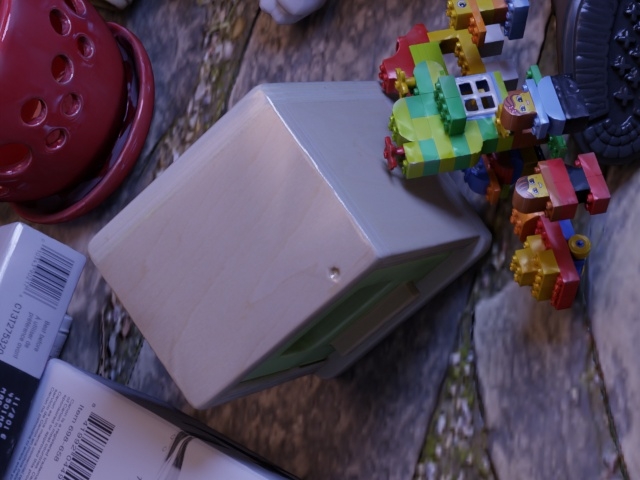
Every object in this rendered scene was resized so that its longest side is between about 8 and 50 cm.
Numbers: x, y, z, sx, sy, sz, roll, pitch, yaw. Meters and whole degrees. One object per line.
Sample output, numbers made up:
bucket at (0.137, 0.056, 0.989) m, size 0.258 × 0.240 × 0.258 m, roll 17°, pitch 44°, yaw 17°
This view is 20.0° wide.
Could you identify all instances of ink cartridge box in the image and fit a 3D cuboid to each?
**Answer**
ink cartridge box at (-0.308, 0.096, 1.325) m, size 0.371 × 0.069 × 0.176 m, roll -9°, pitch 56°, yaw 52°
ink cartridge box at (-0.101, 0.216, 1.141) m, size 0.273 × 0.114 × 0.197 m, roll 22°, pitch 87°, yaw 48°

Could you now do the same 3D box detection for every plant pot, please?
plant pot at (-0.232, -0.117, 1.375) m, size 0.191 × 0.174 × 0.191 m, roll -20°, pitch 59°, yaw 37°

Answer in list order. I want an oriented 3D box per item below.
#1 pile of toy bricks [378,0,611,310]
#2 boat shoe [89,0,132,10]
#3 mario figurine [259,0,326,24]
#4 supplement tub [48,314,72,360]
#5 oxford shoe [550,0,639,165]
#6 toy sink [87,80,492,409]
pile of toy bricks at (0.085, -0.064, 1.060) m, size 0.105 × 0.118 × 0.212 m, roll -10°, pitch 58°, yaw -9°
boat shoe at (-0.247, -0.239, 1.497) m, size 0.285 × 0.104 × 0.089 m, roll 7°, pitch 74°, yaw 44°
mario figurine at (-0.015, -0.256, 1.221) m, size 0.320 × 0.198 × 0.170 m, roll 9°, pitch 73°, yaw 46°
supplement tub at (-0.237, 0.094, 1.359) m, size 0.071 × 0.071 × 0.107 m, roll 19°, pitch 86°, yaw 47°
oxford shoe at (0.172, -0.153, 1.089) m, size 0.096 × 0.082 × 0.227 m, roll 154°, pitch 122°, yaw -71°
toy sink at (0.000, 0.000, 1.113) m, size 0.153 × 0.234 × 0.131 m, roll -40°, pitch 78°, yaw 22°
